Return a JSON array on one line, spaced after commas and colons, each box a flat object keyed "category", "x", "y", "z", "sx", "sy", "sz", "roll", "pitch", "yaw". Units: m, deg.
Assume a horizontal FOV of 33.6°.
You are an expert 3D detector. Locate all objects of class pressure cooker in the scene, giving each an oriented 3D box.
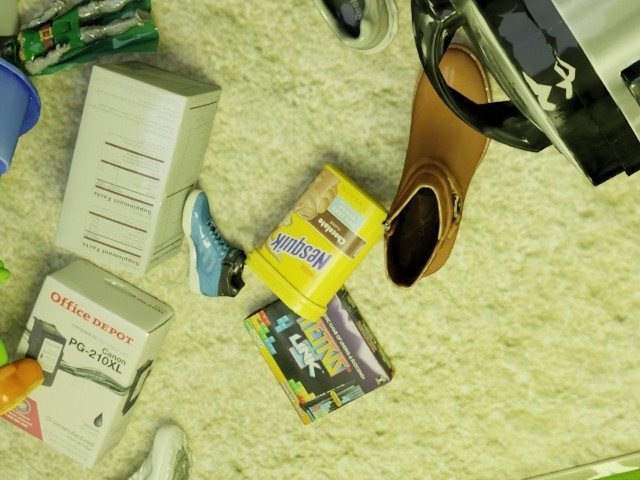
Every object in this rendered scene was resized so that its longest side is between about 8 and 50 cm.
[{"category": "pressure cooker", "x": 0.303, "y": -0.262, "z": 1.092, "sx": 0.420, "sy": 0.375, "sz": 0.370, "roll": -32, "pitch": 104, "yaw": 14}]

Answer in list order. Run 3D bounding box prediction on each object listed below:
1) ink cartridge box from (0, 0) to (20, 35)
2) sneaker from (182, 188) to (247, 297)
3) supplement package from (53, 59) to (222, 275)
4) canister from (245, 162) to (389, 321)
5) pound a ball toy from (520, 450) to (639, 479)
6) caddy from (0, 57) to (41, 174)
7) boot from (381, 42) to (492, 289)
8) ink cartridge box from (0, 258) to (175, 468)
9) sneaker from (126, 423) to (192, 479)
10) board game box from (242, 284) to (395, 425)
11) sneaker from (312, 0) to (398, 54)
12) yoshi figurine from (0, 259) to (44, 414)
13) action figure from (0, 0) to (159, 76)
[{"category": "ink cartridge box", "x": -0.518, "y": -0.334, "z": 1.426, "sx": 0.176, "sy": 0.128, "sz": 0.127, "roll": 0, "pitch": 102, "yaw": 15}, {"category": "sneaker", "x": -0.137, "y": 0.006, "z": 1.435, "sx": 0.084, "sy": 0.058, "sz": 0.152, "roll": 6, "pitch": 108, "yaw": 20}, {"category": "supplement package", "x": -0.240, "y": -0.099, "z": 1.398, "sx": 0.133, "sy": 0.139, "sz": 0.244, "roll": 19, "pitch": 106, "yaw": 9}, {"category": "canister", "x": 0.000, "y": 0.000, "z": 1.362, "sx": 0.126, "sy": 0.073, "sz": 0.170, "roll": 42, "pitch": 97, "yaw": 30}, {"category": "pound a ball toy", "x": 0.333, "y": 0.382, "z": 1.315, "sx": 0.319, "sy": 0.208, "sz": 0.136, "roll": -19, "pitch": 96, "yaw": 18}, {"category": "caddy", "x": -0.541, "y": -0.175, "z": 1.381, "sx": 0.341, "sy": 0.179, "sz": 0.241, "roll": 13, "pitch": 150, "yaw": -24}, {"category": "boot", "x": 0.129, "y": -0.088, "z": 1.257, "sx": 0.109, "sy": 0.220, "sz": 0.284, "roll": 17, "pitch": 106, "yaw": 11}, {"category": "ink cartridge box", "x": -0.335, "y": 0.172, "z": 1.505, "sx": 0.172, "sy": 0.100, "sz": 0.237, "roll": 28, "pitch": 108, "yaw": 8}, {"category": "sneaker", "x": -0.259, "y": 0.366, "z": 1.537, "sx": 0.115, "sy": 0.090, "sz": 0.232, "roll": 17, "pitch": 105, "yaw": 15}, {"category": "board game box", "x": -0.002, "y": 0.144, "z": 1.437, "sx": 0.141, "sy": 0.048, "sz": 0.170, "roll": -31, "pitch": 93, "yaw": 20}, {"category": "sneaker", "x": 0.012, "y": -0.349, "z": 1.283, "sx": 0.099, "sy": 0.121, "sz": 0.262, "roll": -28, "pitch": 94, "yaw": 18}, {"category": "yoshi figurine", "x": -0.537, "y": 0.080, "z": 1.434, "sx": 0.362, "sy": 0.203, "sz": 0.203, "roll": 55, "pitch": 153, "yaw": -13}, {"category": "action figure", "x": -0.334, "y": -0.278, "z": 1.415, "sx": 0.232, "sy": 0.063, "sz": 0.137, "roll": -18, "pitch": 69, "yaw": 18}]
